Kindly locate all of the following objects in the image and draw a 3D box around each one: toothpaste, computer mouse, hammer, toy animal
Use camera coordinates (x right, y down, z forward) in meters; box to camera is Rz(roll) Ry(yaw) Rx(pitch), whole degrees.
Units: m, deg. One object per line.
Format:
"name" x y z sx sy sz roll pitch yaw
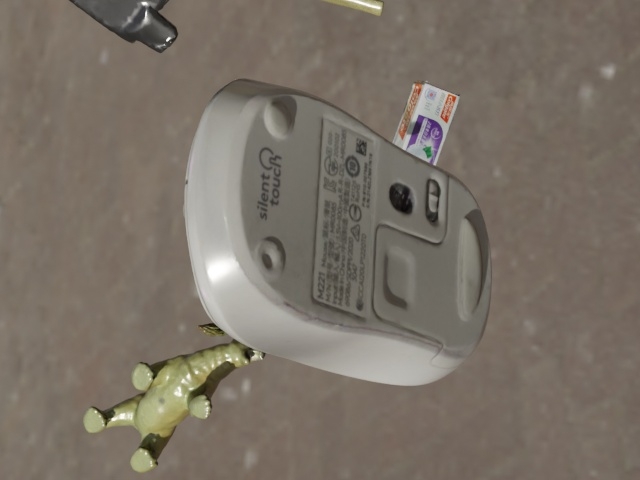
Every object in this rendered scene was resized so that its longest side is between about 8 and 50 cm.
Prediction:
"toothpaste" 0.097 -0.077 1.970 0.196 0.047 0.040 -71 18 1
"computer mouse" 0.000 0.000 1.250 0.121 0.297 0.184 -11 71 44
"hammer" -0.026 -0.283 2.003 0.013 0.199 0.062 -68 -7 -50
"toy animal" -0.161 0.175 2.013 0.103 0.101 0.218 54 127 11

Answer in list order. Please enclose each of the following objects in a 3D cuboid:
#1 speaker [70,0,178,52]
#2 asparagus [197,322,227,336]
"speaker" -0.176 -0.352 1.673 0.232 0.254 0.184 -46 17 28
"asparagus" -0.063 0.075 1.660 0.015 0.114 0.014 63 146 21
